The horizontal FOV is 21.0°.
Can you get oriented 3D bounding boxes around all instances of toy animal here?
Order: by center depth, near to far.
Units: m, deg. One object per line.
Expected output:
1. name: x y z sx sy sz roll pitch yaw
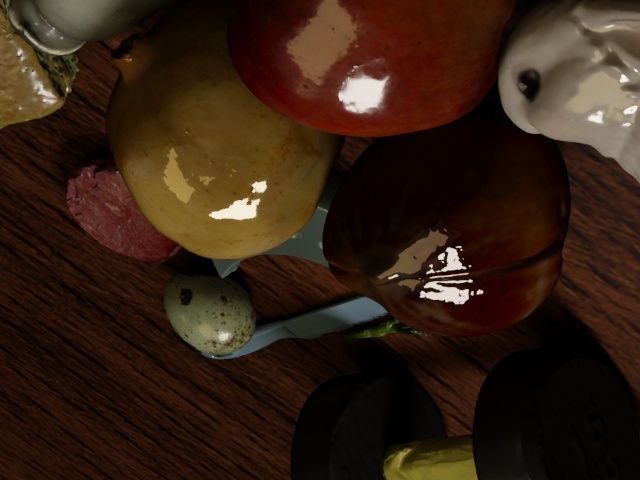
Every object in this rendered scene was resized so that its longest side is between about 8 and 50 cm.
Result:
1. toy animal: 0.309 -0.093 1.331 0.357 0.194 0.258 34 154 8

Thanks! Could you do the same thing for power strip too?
1. power strip: 0.000 0.000 1.733 0.253 0.054 0.167 12 140 24

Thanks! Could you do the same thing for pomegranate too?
1. pomegranate: -0.083 -0.104 1.540 0.233 0.233 0.233 18 142 15

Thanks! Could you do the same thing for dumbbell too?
1. dumbbell: 0.145 0.223 1.773 0.322 0.204 0.204 -13 126 41

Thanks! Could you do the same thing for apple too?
1. apple: 0.041 -0.196 1.352 0.234 0.234 0.234 18 142 15

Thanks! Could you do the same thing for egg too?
1. egg: -0.121 0.076 1.875 0.110 0.085 0.085 37 145 16

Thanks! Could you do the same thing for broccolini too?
1. broccolini: 0.074 0.096 1.812 0.140 0.035 0.030 -15 121 45

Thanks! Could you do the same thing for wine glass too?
1. wine glass: -0.191 -0.238 1.534 0.204 0.111 0.111 -18 123 45

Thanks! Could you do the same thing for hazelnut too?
1. hazelnut: 0.113 -0.019 1.510 0.229 0.229 0.229 18 142 15

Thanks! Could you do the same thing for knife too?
1. knife: -0.025 0.097 1.895 0.044 0.019 0.313 41 142 -27

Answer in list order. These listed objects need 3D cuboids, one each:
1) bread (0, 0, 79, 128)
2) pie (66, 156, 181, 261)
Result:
1. bread: -0.327 -0.202 1.646 0.138 0.102 0.196 -11 127 10
2. pie: -0.201 -0.034 1.839 0.154 0.036 0.154 18 142 15
